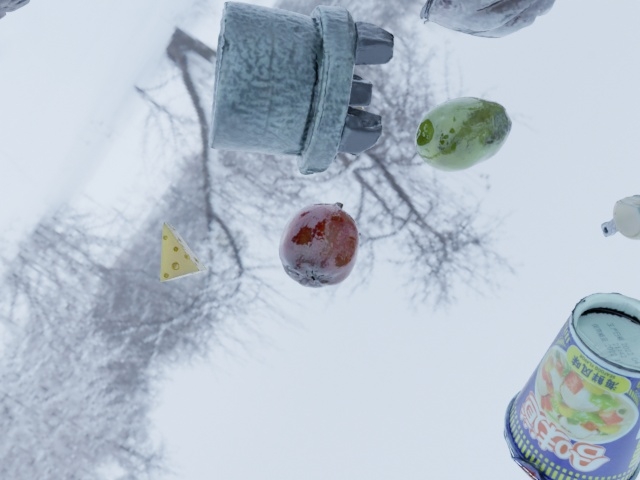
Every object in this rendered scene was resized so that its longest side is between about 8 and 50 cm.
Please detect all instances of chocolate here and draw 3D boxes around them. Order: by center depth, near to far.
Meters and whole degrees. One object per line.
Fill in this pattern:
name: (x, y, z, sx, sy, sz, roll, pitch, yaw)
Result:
chocolate: (0.347, -0.498, 1.515, 0.303, 0.213, 0.303, -60, 174, -11)

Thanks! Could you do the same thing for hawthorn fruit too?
hawthorn fruit: (0.000, 0.000, 1.625, 0.169, 0.169, 0.188, -42, -152, 54)

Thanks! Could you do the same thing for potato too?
potato: (0.400, -0.303, 2.268, 0.304, 0.215, 0.216, -28, 176, -27)

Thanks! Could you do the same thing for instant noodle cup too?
instant noodle cup: (0.509, 0.273, 1.487, 0.284, 0.284, 0.312, -65, 168, -50)

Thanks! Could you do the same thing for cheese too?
cheese: (0.638, -0.048, 1.681, 0.048, 0.092, 0.171, -12, -173, -16)
cheese: (-0.431, 0.027, 2.411, 0.126, 0.171, 0.093, -17, 176, 6)

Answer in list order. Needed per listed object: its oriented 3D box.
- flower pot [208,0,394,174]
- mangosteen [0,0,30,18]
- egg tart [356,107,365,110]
flower pot: (-0.037, -0.243, 1.344, 0.299, 0.283, 0.298, -176, -90, -80)
mangosteen: (-0.550, -0.487, 1.166, 0.307, 0.346, 0.307, -30, -171, 6)
egg tart: (0.010, -0.383, 2.344, 0.150, 0.352, 0.352, -37, -165, 20)
